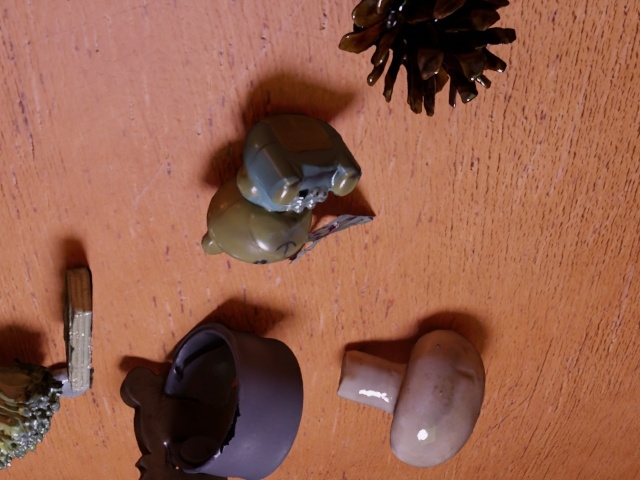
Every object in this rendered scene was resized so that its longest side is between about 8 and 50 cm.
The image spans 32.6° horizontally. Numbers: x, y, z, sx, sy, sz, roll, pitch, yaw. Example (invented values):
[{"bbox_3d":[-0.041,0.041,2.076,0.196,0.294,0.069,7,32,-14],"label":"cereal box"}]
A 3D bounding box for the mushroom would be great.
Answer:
[{"bbox_3d":[0.186,0.311,2.256,0.290,0.293,0.292,16,148,17],"label":"mushroom"}]

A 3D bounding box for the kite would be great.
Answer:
[{"bbox_3d":[-0.001,-0.001,1.875,0.229,0.012,0.250,-19,170,-27],"label":"kite"}]

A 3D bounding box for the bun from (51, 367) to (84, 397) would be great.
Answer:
[{"bbox_3d":[-0.491,0.274,2.140,0.083,0.045,0.083,-10,146,-7],"label":"bun"}]

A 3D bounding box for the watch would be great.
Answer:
[{"bbox_3d":[-0.181,0.341,2.078,0.314,0.335,0.327,18,144,-34],"label":"watch"}]

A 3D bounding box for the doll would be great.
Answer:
[{"bbox_3d":[-0.074,-0.069,1.698,0.177,0.161,0.261,-13,149,-37],"label":"doll"}]

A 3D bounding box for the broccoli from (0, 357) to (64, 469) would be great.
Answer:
[{"bbox_3d":[-0.611,0.301,2.001,0.245,0.248,0.288,36,117,-19],"label":"broccoli"}]

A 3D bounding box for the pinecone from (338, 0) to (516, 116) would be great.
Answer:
[{"bbox_3d":[0.154,-0.274,1.462,0.229,0.201,0.202,-29,180,-27],"label":"pinecone"}]

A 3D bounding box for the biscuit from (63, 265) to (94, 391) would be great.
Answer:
[{"bbox_3d":[-0.419,0.139,1.888,0.052,0.150,0.252,-2,143,-16],"label":"biscuit"}]
